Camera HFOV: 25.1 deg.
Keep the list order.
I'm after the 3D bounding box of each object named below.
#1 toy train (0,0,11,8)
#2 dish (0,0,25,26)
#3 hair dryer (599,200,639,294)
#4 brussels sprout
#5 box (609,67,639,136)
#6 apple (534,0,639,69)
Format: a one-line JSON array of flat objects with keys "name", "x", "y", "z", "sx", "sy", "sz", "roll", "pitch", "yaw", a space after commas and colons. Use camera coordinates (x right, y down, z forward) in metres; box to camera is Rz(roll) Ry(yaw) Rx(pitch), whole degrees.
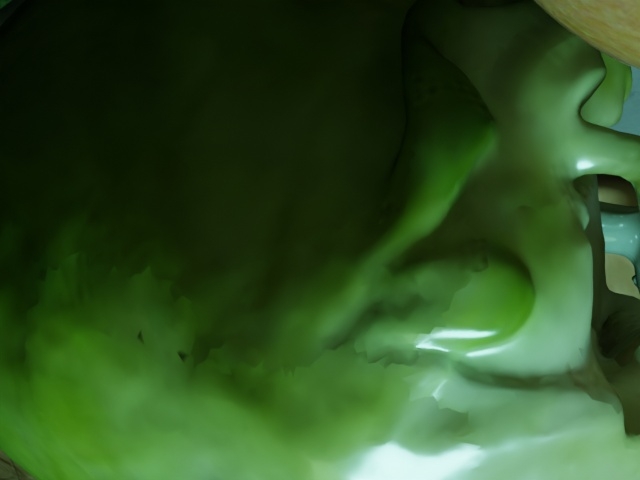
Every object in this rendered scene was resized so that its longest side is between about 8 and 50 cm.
[{"name": "toy train", "x": -0.223, "y": -0.181, "z": 0.667, "sx": 0.202, "sy": 0.120, "sz": 0.301, "roll": 23, "pitch": 155, "yaw": -32}, {"name": "dish", "x": -0.107, "y": -0.120, "z": 0.769, "sx": 0.190, "sy": 0.066, "sz": 0.191, "roll": -21, "pitch": 158, "yaw": -9}, {"name": "hair dryer", "x": 0.166, "y": -0.040, "z": 0.867, "sx": 0.267, "sy": 0.092, "sz": 0.229, "roll": 22, "pitch": 150, "yaw": 2}, {"name": "brussels sprout", "x": 0.000, "y": 0.000, "z": 0.604, "sx": 0.314, "sy": 0.371, "sz": 0.276, "roll": -22, "pitch": 129, "yaw": 5}, {"name": "box", "x": 0.192, "y": -0.109, "z": 0.697, "sx": 0.103, "sy": 0.055, "sz": 0.243, "roll": 27, "pitch": 153, "yaw": -29}, {"name": "apple", "x": 0.151, "y": -0.160, "z": 0.390, "sx": 0.253, "sy": 0.254, "sz": 0.253, "roll": 11, "pitch": 157, "yaw": 5}]
